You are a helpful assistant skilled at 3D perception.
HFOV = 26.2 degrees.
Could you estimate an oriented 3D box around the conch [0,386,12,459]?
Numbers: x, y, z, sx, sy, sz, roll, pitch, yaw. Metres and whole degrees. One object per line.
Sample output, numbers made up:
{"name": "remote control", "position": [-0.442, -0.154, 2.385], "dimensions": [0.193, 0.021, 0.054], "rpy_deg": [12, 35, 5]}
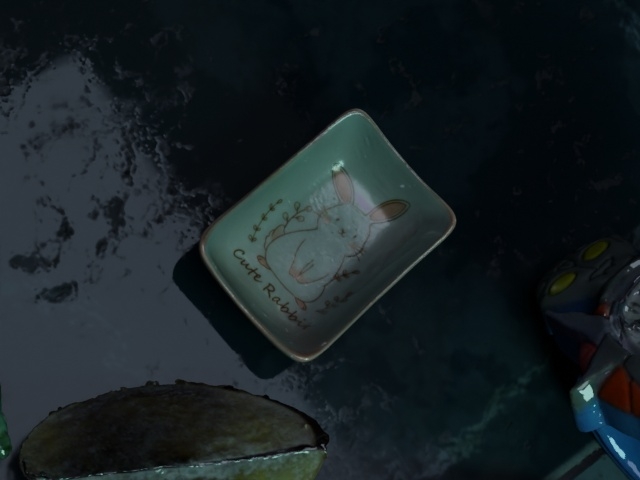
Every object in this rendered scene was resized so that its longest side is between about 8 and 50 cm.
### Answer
{"name": "conch", "position": [-0.335, 0.116, 1.117], "dimensions": [0.202, 0.134, 0.196], "rpy_deg": [39, 73, -4]}

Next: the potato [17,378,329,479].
{"name": "potato", "position": [-0.133, 0.196, 1.190], "dimensions": [0.261, 0.120, 0.100], "rpy_deg": [-3, 119, -18]}

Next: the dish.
{"name": "dish", "position": [0.000, 0.000, 1.265], "dimensions": [0.212, 0.077, 0.151], "rpy_deg": [-42, 90, -19]}

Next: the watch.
{"name": "watch", "position": [0.329, 0.140, 1.263], "dimensions": [0.241, 0.305, 0.275], "rpy_deg": [-41, 121, -16]}
